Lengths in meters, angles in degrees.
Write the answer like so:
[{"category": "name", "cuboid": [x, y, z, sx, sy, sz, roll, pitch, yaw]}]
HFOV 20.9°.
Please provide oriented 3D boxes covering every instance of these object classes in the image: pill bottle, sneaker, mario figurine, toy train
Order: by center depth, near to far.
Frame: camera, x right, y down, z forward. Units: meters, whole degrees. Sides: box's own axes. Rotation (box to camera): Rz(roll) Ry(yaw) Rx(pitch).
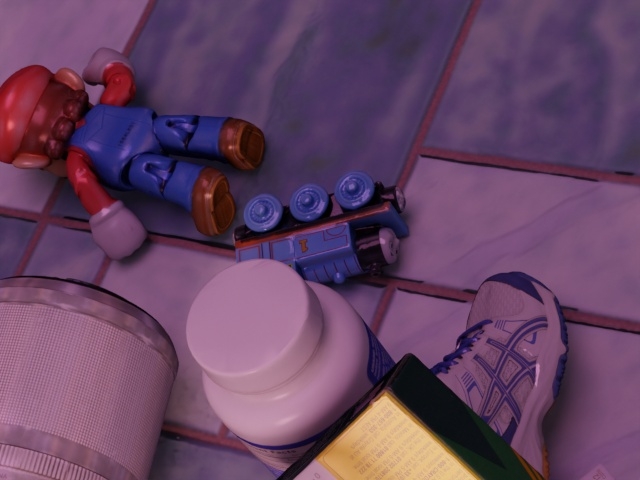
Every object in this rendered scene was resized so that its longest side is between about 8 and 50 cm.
[{"category": "sneaker", "cuboid": [0.134, 0.131, 1.524, 0.112, 0.131, 0.296, -50, 22, 44]}, {"category": "pill bottle", "cuboid": [-0.013, 0.129, 1.536, 0.152, 0.272, 0.152, -12, 54, 18]}, {"category": "toy train", "cuboid": [0.000, 0.000, 1.742, 0.184, 0.080, 0.105, -14, 64, 15]}, {"category": "mario figurine", "cuboid": [-0.220, -0.098, 1.905, 0.321, 0.170, 0.198, 17, 32, 22]}]

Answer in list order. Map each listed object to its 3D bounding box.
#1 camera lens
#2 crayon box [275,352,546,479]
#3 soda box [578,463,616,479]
[{"category": "camera lens", "cuboid": [-0.266, 0.186, 1.653, 0.219, 0.219, 0.274, -1, 59, 25]}, {"category": "crayon box", "cuboid": [0.113, 0.271, 1.390, 0.318, 0.081, 0.202, 44, 116, -1]}, {"category": "soda box", "cuboid": [0.275, 0.289, 1.427, 0.074, 0.069, 0.216, -39, 52, -2]}]
